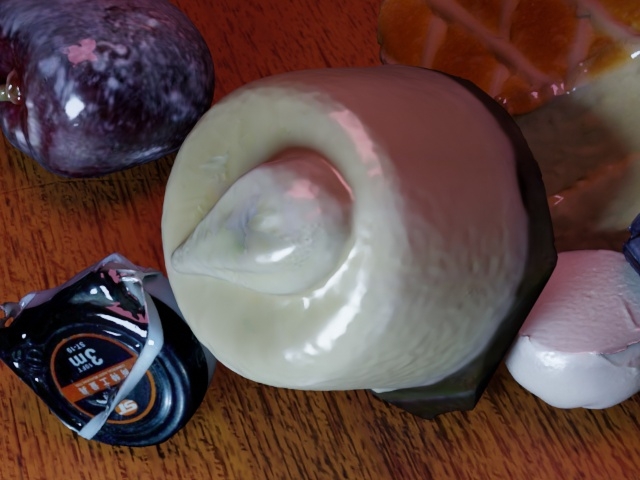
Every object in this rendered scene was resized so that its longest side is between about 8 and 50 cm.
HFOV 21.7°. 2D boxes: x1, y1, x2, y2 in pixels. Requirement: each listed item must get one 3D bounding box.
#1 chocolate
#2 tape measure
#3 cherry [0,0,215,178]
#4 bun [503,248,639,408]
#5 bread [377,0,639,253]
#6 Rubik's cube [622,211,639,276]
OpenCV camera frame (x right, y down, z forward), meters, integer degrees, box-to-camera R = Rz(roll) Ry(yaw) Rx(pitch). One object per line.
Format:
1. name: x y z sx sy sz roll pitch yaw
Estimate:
1. chocolate: 0.000 0.000 1.520 0.297 0.326 0.314 -12 48 -44
2. tape measure: -0.190 0.106 1.578 0.182 0.181 0.107 -23 24 31
3. cherry: -0.264 -0.188 1.915 0.296 0.218 0.255 -9 34 -32
4. bun: 0.258 0.097 1.634 0.172 0.120 0.173 -6 41 5
5. bread: 0.277 -0.182 1.762 0.371 0.279 0.390 -27 41 18
6. Rubik's cube: 0.510 0.014 1.522 0.307 0.305 0.310 15 32 -34
